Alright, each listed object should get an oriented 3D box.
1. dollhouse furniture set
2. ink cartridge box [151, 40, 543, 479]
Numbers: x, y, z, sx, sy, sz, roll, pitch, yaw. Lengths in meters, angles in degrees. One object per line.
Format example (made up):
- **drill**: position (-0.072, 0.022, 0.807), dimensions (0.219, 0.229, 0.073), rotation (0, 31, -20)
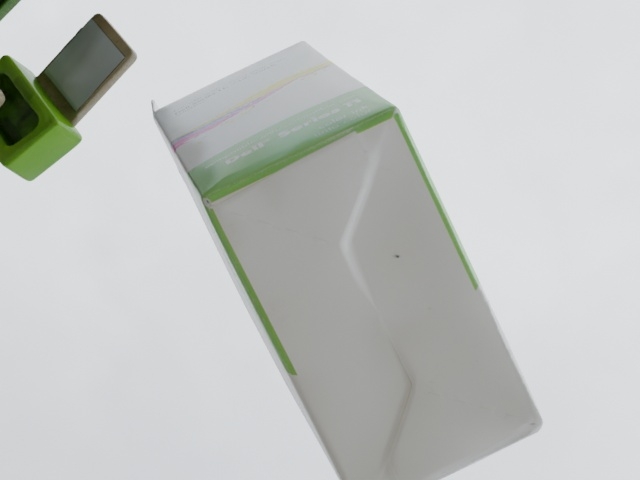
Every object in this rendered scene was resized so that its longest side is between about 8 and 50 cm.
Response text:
- **dollhouse furniture set**: position (-0.281, -0.201, 1.280), dimensions (0.151, 0.301, 0.197), rotation (-45, -128, 6)
- **ink cartridge box**: position (0.000, 0.000, 1.114), dimensions (0.119, 0.207, 0.353), rotation (-27, -163, -4)
